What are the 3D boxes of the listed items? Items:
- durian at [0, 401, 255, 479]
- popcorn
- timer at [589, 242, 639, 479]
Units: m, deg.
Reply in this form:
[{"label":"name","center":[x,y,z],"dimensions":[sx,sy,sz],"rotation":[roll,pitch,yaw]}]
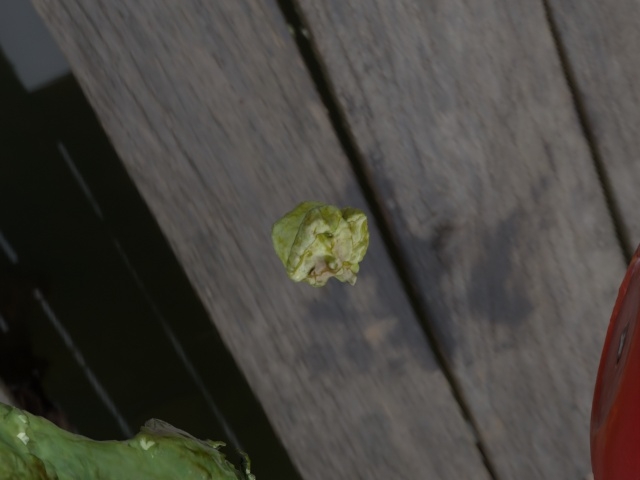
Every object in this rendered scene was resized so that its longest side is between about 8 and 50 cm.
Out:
[{"label":"durian","center":[-0.118,0.147,0.438],"dimensions":[0.163,0.198,0.394],"rotation":[-10,169,26]},{"label":"popcorn","center":[-0.003,0.002,0.987],"dimensions":[0.068,0.083,0.059],"rotation":[9,85,9]},{"label":"timer","center":[0.364,0.112,1.124],"dimensions":[0.279,0.378,0.378],"rotation":[14,120,2]}]
